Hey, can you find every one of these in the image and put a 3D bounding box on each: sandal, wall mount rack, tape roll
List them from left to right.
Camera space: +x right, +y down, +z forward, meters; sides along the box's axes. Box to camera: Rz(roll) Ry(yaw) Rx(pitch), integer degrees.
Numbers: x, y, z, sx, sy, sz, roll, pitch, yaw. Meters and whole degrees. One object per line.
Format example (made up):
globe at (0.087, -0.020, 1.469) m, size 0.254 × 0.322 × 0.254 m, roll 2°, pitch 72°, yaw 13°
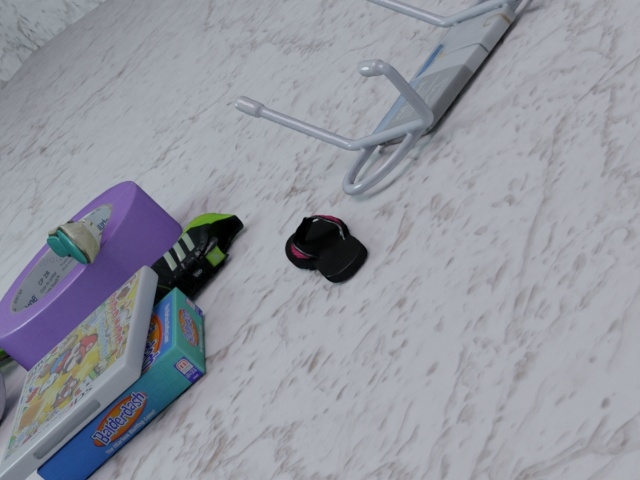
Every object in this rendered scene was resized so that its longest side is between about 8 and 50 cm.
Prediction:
tape roll at (-0.306, 0.051, 2.247) m, size 0.275 × 0.090 × 0.275 m, roll -39°, pitch 20°, yaw 17°
sandal at (0.000, 0.000, 1.761) m, size 0.067 × 0.040 × 0.179 m, roll -47°, pitch 18°, yaw -5°
wall mount rack at (0.072, -0.208, 1.907) m, size 0.350 × 0.130 × 0.304 m, roll -53°, pitch 19°, yaw -23°

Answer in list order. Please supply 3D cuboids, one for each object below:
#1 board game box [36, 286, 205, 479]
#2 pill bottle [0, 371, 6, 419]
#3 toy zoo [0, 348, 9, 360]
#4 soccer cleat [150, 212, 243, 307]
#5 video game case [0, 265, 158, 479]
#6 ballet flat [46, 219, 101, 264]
board game box at (-0.215, 0.162, 1.876) m, size 0.210 × 0.047 × 0.160 m, roll -42°, pitch 19°, yaw 10°
pill bottle at (-0.537, 0.225, 2.288) m, size 0.264 × 0.146 × 0.146 m, roll -25°, pitch 27°, yaw 49°
toy zoo at (-0.566, 0.153, 2.360) m, size 0.192 × 0.293 × 0.030 m, roll -25°, pitch 69°, yaw 46°
soccer cleat at (-0.151, 0.030, 2.008) m, size 0.072 × 0.060 × 0.179 m, roll -9°, pitch 38°, yaw 41°
video game case at (-0.264, 0.146, 1.890) m, size 0.206 × 0.026 × 0.227 m, roll -41°, pitch 19°, yaw 18°
ballet flat at (-0.298, -0.007, 2.126) m, size 0.052 × 0.057 × 0.168 m, roll -40°, pitch 17°, yaw -15°
